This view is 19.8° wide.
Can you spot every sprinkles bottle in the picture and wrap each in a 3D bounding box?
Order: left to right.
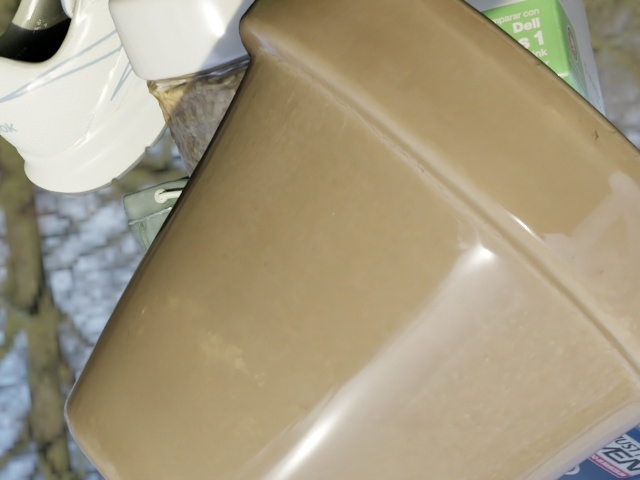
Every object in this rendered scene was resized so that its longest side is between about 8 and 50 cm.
[{"bbox_3d":[0.000,0.000,1.050,0.121,0.355,0.121,-20,-163,7],"label":"sprinkles bottle"}]

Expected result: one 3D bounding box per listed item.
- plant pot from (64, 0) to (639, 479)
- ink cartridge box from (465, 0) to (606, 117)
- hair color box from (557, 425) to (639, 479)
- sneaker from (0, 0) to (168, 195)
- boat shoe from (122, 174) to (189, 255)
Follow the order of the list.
[{"bbox_3d":[0.020,0.039,0.784,0.229,0.263,0.263,-48,-170,-2],"label":"plant pot"},{"bbox_3d":[0.131,-0.198,1.396,0.117,0.278,0.201,-13,158,15],"label":"ink cartridge box"},{"bbox_3d":[0.098,0.117,1.361,0.347,0.174,0.105,-21,142,34],"label":"hair color box"},{"bbox_3d":[-0.103,-0.167,1.154,0.111,0.297,0.129,32,170,44],"label":"sneaker"},{"bbox_3d":[-0.022,-0.077,1.542,0.319,0.099,0.116,-35,-177,-14],"label":"boat shoe"}]
